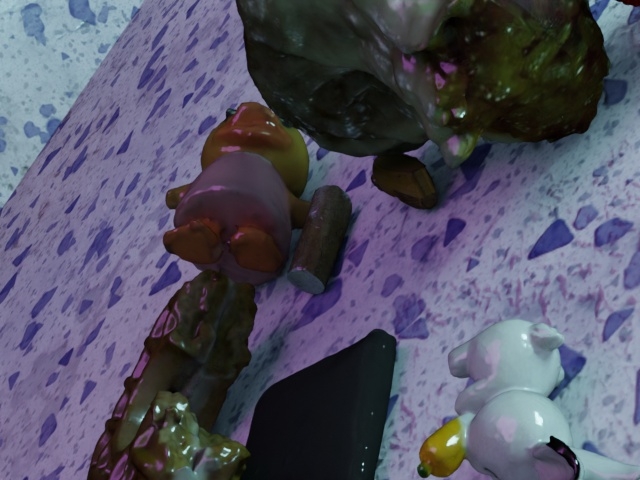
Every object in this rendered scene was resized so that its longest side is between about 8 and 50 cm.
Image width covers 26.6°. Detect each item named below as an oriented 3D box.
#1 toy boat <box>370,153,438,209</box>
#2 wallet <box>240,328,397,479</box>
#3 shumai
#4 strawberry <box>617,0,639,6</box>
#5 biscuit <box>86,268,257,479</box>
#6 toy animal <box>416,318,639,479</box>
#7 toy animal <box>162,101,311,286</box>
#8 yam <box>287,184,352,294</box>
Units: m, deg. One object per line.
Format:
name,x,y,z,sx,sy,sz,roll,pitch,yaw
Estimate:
toy boat,0.090,-0.066,1.512,0.047,0.049,0.149,-25,18,-12
wallet,-0.024,0.260,1.265,0.197,0.051,0.377,-32,30,37
shumai,0.120,-0.206,1.344,0.324,0.397,0.323,-31,44,-13
strawberry,0.343,-0.275,1.219,0.286,0.188,0.106,-8,92,39
biscuit,-0.163,0.212,1.454,0.268,0.115,0.366,-56,14,29
toy animal,0.152,0.141,1.027,0.182,0.131,0.127,-96,26,-45
toy animal,-0.090,-0.064,1.720,0.169,0.195,0.281,92,-173,-51
yam,0.000,0.000,1.583,0.054,0.054,0.132,-27,35,46
